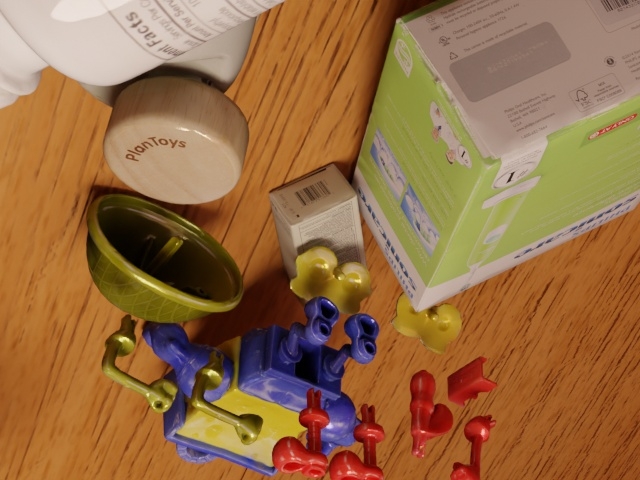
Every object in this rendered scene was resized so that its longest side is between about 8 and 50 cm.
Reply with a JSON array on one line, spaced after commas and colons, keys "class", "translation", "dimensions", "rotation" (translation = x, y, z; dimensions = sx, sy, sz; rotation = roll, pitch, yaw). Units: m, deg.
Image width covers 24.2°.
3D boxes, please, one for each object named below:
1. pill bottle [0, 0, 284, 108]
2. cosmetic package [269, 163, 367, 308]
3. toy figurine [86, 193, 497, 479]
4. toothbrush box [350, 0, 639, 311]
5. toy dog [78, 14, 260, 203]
[{"class": "pill bottle", "translation": [-0.081, -0.138, 0.611], "dimensions": [0.229, 0.131, 0.131], "rotation": [-25, 145, 12]}, {"class": "cosmetic package", "translation": [0.000, 0.000, 1.168], "dimensions": [0.060, 0.041, 0.115], "rotation": [-25, 143, -14]}, {"class": "toy figurine", "translation": [-0.067, 0.129, 1.132], "dimensions": [0.362, 0.191, 0.217], "rotation": [22, 137, -30]}, {"class": "toothbrush box", "translation": [0.149, -0.081, 1.058], "dimensions": [0.206, 0.122, 0.283], "rotation": [-25, 162, -13]}, {"class": "toy dog", "translation": [-0.110, -0.172, 0.797], "dimensions": [0.161, 0.220, 0.333], "rotation": [5, 127, -1]}]
